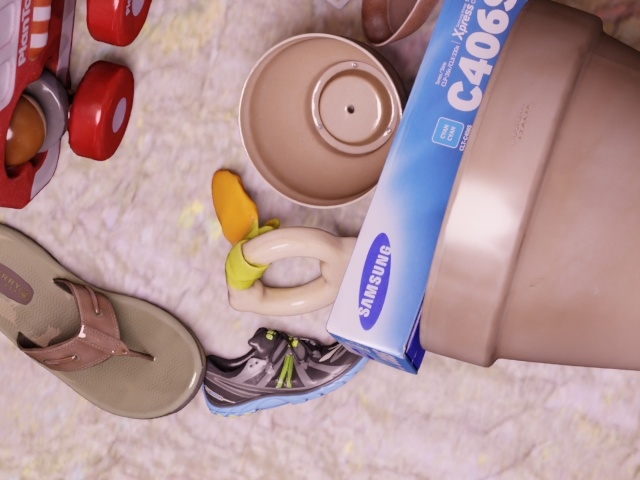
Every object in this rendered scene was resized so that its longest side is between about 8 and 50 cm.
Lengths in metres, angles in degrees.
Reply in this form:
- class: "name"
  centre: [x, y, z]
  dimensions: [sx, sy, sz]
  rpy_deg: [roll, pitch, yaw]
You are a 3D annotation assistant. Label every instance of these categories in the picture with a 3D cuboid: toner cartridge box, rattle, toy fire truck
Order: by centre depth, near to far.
- class: "toner cartridge box"
  centre: [0.105, -0.060, 1.230]
  dimensions: [0.075, 0.165, 0.348]
  rpy_deg: [18, 82, 12]
- class: "toy fire truck"
  centre: [-0.281, -0.163, 1.260]
  dimensions: [0.169, 0.254, 0.302]
  rpy_deg: [17, 117, 6]
- class: "rattle"
  centre: [0.000, 0.000, 1.364]
  dimensions: [0.199, 0.143, 0.130]
  rpy_deg: [-8, 127, -6]

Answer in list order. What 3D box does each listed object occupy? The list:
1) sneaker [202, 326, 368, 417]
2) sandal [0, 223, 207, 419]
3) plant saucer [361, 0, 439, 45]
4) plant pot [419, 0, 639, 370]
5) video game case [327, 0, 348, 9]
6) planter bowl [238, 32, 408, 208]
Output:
- class: "sneaker"
  centre: [-0.033, 0.121, 1.361]
  dimensions: [0.188, 0.067, 0.078]
  rpy_deg: [-16, 99, 13]
- class: "sandal"
  centre: [-0.258, 0.087, 1.376]
  dimensions: [0.303, 0.086, 0.120]
  rpy_deg: [28, 94, 8]
- class: "plant saucer"
  centre: [0.085, -0.253, 1.238]
  dimensions: [0.029, 0.168, 0.168]
  rpy_deg: [15, 98, -19]
- class: "plant pot"
  centre: [0.266, -0.017, 1.160]
  dimensions: [0.280, 0.323, 0.323]
  rpy_deg: [17, 98, 12]
- class: "video game case"
  centre: [0.005, -0.361, 1.272]
  dimensions: [0.227, 0.026, 0.206]
  rpy_deg: [37, 101, -30]
- class: "planter bowl"
  centre: [0.016, -0.120, 1.301]
  dimensions: [0.162, 0.109, 0.162]
  rpy_deg: [5, 105, 19]
